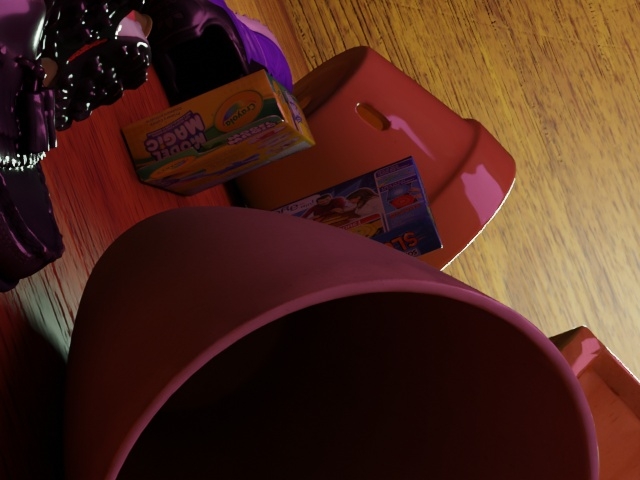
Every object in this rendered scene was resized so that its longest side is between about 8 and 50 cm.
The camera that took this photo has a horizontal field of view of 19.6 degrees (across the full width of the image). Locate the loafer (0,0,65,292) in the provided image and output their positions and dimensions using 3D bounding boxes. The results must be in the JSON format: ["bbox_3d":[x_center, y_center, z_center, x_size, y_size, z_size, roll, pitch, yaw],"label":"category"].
[{"bbox_3d":[-0.182,-0.126,0.913,0.109,0.095,0.303,-53,121,-84],"label":"loafer"}]

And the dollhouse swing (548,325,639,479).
[{"bbox_3d":[0.238,0.312,1.708,0.347,0.305,0.315,46,-12,1],"label":"dollhouse swing"}]

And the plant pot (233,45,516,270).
[{"bbox_3d":[0.036,-0.070,1.997,0.203,0.291,0.291,49,11,-16],"label":"plant pot"}]

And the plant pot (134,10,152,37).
[{"bbox_3d":[-0.172,-0.156,1.271,0.079,0.083,0.083,53,12,-27],"label":"plant pot"}]

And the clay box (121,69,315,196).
[{"bbox_3d":[-0.083,-0.088,1.542,0.222,0.127,0.053,27,41,-82],"label":"clay box"}]

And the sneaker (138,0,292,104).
[{"bbox_3d":[-0.102,-0.166,1.827,0.293,0.102,0.146,45,23,-57],"label":"sneaker"}]

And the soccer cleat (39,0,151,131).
[{"bbox_3d":[-0.155,-0.163,1.075,0.116,0.108,0.318,57,-13,7],"label":"soccer cleat"}]

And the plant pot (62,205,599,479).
[{"bbox_3d":[-0.034,0.087,0.972,0.256,0.256,0.274,65,-10,-30],"label":"plant pot"}]

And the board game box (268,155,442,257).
[{"bbox_3d":[0.000,0.000,1.621,0.136,0.201,0.035,-98,166,-64],"label":"board game box"}]
